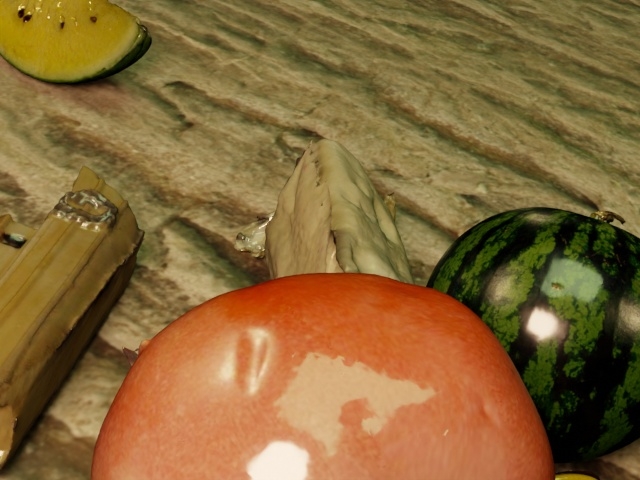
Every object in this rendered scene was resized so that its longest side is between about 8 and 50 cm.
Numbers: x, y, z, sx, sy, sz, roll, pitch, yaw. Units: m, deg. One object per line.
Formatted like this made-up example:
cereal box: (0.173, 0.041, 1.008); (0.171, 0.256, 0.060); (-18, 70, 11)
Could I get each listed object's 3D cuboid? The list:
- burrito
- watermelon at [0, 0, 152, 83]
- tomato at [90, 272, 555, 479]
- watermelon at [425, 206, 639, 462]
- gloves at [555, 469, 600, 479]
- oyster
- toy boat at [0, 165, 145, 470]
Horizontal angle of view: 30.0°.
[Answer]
burrito: (0.029, 0.072, 1.191); (0.135, 0.190, 0.332); (14, 37, -20)
watermelon: (-0.346, -0.282, 1.578); (0.301, 0.129, 0.123); (25, 35, 24)
tomato: (0.008, 0.184, 0.884); (0.341, 0.341, 0.273); (-7, 21, -26)
watermelon: (0.227, 0.090, 1.176); (0.269, 0.269, 0.269); (9, 36, -7)
gloves: (0.234, 0.345, 0.982); (0.133, 0.116, 0.294); (-20, 51, 0)
oyster: (-0.001, -0.003, 1.390); (0.200, 0.061, 0.106); (-4, 27, -6)
toy boat: (-0.297, 0.062, 1.149); (0.162, 0.136, 0.445); (21, 32, 2)
